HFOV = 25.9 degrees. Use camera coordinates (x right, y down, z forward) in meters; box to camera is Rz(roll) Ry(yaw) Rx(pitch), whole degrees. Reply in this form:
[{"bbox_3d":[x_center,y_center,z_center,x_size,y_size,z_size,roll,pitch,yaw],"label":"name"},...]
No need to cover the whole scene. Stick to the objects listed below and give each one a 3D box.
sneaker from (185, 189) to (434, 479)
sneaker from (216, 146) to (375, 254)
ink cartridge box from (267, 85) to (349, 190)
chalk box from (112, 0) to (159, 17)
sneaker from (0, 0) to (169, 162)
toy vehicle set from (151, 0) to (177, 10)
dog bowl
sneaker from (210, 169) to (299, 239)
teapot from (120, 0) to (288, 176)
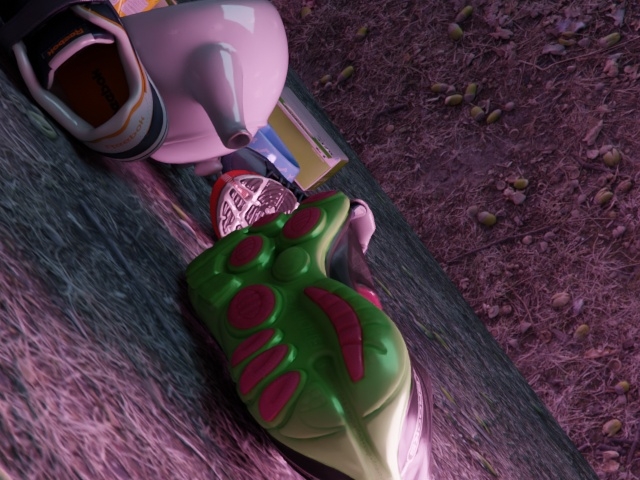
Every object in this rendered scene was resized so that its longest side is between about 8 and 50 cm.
[{"bbox_3d":[-0.007,0.103,1.295,0.483,0.185,0.202,-105,171,-66],"label":"sneaker"},{"bbox_3d":[-0.027,-0.052,1.844,0.226,0.086,0.163,47,-26,-18],"label":"sneaker"},{"bbox_3d":[-0.057,-0.189,2.548,0.189,0.097,0.255,50,9,4],"label":"ink cartridge box"},{"bbox_3d":[-0.311,-0.404,2.035,0.132,0.132,0.213,44,8,-27],"label":"chalk box"},{"bbox_3d":[-0.270,-0.226,1.421,0.321,0.126,0.127,52,2,5],"label":"sneaker"},{"bbox_3d":[-0.276,-0.409,2.485,0.267,0.035,0.166,54,6,-17],"label":"toy vehicle set"},{"bbox_3d":[-0.134,-0.181,2.154,0.297,0.074,0.166,53,9,31],"label":"dog bowl"},{"bbox_3d":[-0.084,-0.023,1.690,0.118,0.107,0.279,36,-3,24],"label":"sneaker"},{"bbox_3d":[-0.147,-0.166,1.596,0.256,0.252,0.187,-19,99,-63],"label":"teapot"}]
